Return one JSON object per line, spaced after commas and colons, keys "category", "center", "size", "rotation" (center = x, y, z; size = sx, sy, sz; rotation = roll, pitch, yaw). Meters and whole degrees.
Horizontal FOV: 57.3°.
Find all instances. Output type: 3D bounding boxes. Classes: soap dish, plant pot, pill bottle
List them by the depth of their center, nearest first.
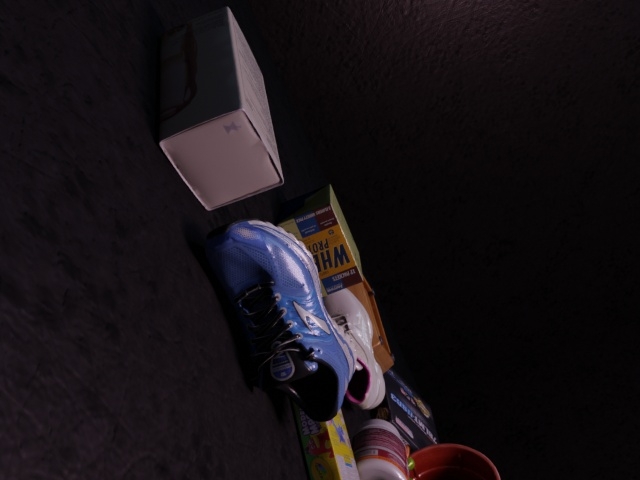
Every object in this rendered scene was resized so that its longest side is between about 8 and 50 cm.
{"category": "pill bottle", "center": [0.102, 0.418, 1.082], "size": [0.221, 0.121, 0.121], "rotation": [-32, 101, -82]}
{"category": "plant pot", "center": [0.332, 0.712, 1.479], "size": [0.272, 0.272, 0.265], "rotation": [-93, 168, -66]}
{"category": "soap dish", "center": [0.102, 0.220, 1.607], "size": [0.229, 0.118, 0.291], "rotation": [58, 15, -56]}

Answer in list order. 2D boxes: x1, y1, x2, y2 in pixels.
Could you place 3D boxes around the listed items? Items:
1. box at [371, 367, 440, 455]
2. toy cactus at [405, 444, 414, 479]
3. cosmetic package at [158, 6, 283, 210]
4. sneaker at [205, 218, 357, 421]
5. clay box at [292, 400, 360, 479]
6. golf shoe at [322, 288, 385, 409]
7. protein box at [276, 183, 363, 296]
{"category": "box", "center": [0.250, 0.529, 1.737], "size": [0.295, 0.073, 0.293], "rotation": [48, 15, -21]}
{"category": "toy cactus", "center": [0.136, 0.504, 1.269], "size": [0.180, 0.112, 0.219], "rotation": [39, 27, -36]}
{"category": "cosmetic package", "center": [-0.158, -0.210, 0.903], "size": [0.153, 0.129, 0.296], "rotation": [63, 9, -46]}
{"category": "sneaker", "center": [-0.047, 0.116, 0.800], "size": [0.330, 0.129, 0.147], "rotation": [57, 19, -22]}
{"category": "clay box", "center": [0.004, 0.303, 0.956], "size": [0.127, 0.053, 0.222], "rotation": [55, 15, -58]}
{"category": "golf shoe", "center": [0.067, 0.240, 1.355], "size": [0.140, 0.115, 0.306], "rotation": [31, 38, -72]}
{"category": "protein box", "center": [0.000, 0.000, 1.405], "size": [0.200, 0.136, 0.201], "rotation": [-89, 156, -72]}
